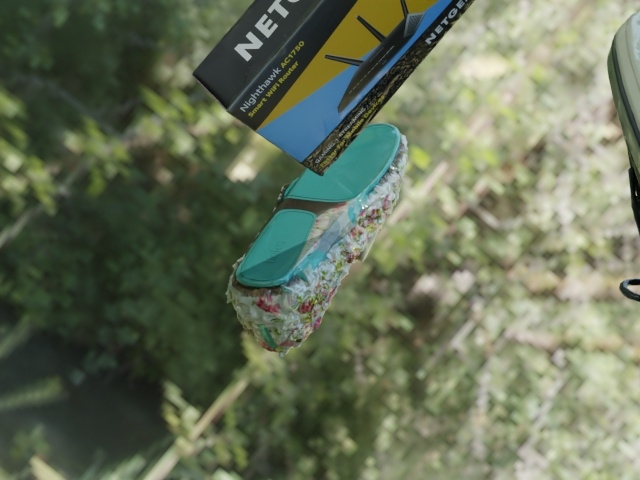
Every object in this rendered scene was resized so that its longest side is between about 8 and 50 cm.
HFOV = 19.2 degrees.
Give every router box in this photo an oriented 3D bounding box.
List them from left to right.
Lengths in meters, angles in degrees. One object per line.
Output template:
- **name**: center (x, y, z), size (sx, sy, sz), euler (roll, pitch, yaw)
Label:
- **router box**: center (0.017, -0.139, 1.232), size (0.046, 0.179, 0.133), euler (44, 7, 32)

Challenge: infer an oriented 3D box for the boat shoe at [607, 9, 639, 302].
- **boat shoe**: center (0.329, 0.034, 1.456), size (0.187, 0.156, 0.500), euler (-4, 59, -27)

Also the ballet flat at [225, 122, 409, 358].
- **ballet flat**: center (0.000, 0.000, 1.448), size (0.091, 0.241, 0.077), euler (8, -52, 30)
